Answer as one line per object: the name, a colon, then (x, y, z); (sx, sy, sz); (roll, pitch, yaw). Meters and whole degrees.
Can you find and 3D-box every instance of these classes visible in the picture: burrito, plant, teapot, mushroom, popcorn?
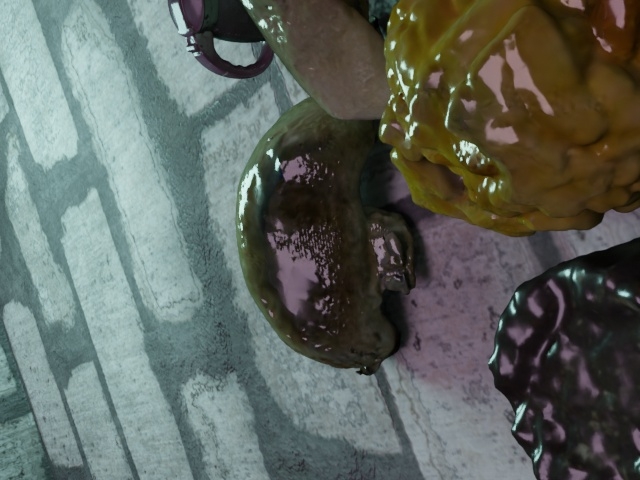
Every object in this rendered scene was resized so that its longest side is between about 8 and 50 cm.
burrito: (-0.015, -0.256, 0.790); (0.331, 0.135, 0.190); (61, 179, -38)
plant: (0.267, 0.079, 0.572); (0.188, 0.276, 0.198); (-29, 71, 50)
teapot: (-0.117, -0.282, 1.025); (0.116, 0.146, 0.148); (41, 134, 35)
mushroom: (-0.001, 0.000, 0.997); (0.248, 0.130, 0.344); (18, 119, 39)
popcorn: (0.160, -0.121, 0.678); (0.265, 0.225, 0.332); (57, 153, 13)
